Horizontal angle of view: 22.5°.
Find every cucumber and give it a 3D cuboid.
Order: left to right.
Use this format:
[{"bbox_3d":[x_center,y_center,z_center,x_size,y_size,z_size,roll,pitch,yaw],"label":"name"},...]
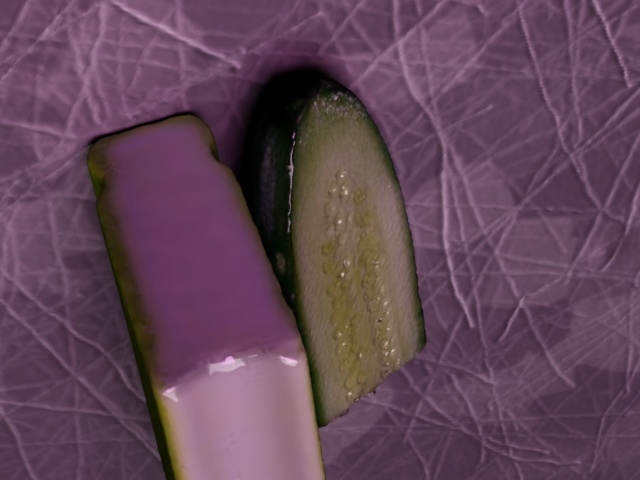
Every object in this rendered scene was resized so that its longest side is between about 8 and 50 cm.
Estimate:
[{"bbox_3d":[0.000,0.000,0.972,0.115,0.063,0.244,-42,141,-33],"label":"cucumber"}]

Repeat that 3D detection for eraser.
[{"bbox_3d":[-0.058,0.096,0.942,0.092,0.210,0.274,-16,136,-8],"label":"eraser"}]
